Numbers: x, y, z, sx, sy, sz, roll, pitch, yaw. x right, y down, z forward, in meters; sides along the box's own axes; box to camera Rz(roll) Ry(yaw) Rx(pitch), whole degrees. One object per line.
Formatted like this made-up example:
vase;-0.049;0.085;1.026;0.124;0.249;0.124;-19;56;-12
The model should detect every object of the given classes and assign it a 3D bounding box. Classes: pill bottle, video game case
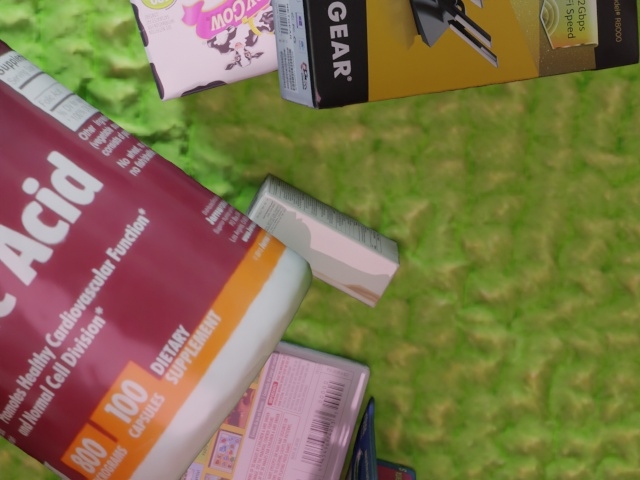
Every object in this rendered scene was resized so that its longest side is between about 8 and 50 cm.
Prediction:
pill bottle;-0.221;-0.004;1.184;0.392;0.224;0.224;35;103;-3
video game case;-0.090;0.178;1.328;0.206;0.026;0.227;16;94;-5

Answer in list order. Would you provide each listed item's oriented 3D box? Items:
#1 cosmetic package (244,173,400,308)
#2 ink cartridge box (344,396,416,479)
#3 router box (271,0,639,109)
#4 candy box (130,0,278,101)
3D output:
cosmetic package;0.000;0.000;1.282;0.115;0.060;0.041;29;105;-7
ink cartridge box;0.017;0.294;1.301;0.065;0.186;0.311;15;105;-2
router box;0.083;-0.256;1.150;0.242;0.081;0.309;-10;104;-18
candy box;-0.060;-0.215;1.212;0.164;0.070;0.196;-15;106;3
